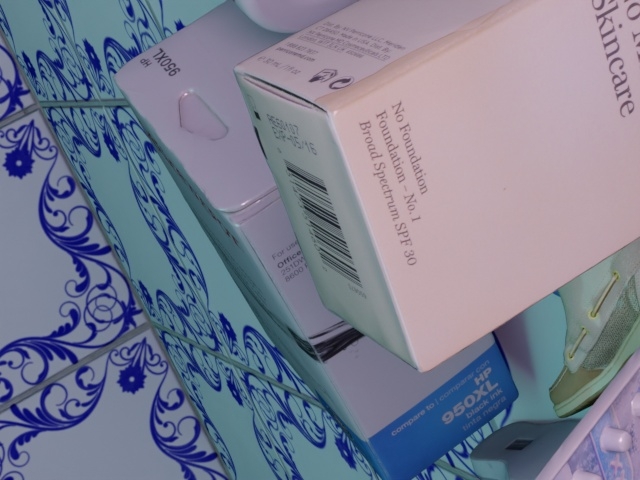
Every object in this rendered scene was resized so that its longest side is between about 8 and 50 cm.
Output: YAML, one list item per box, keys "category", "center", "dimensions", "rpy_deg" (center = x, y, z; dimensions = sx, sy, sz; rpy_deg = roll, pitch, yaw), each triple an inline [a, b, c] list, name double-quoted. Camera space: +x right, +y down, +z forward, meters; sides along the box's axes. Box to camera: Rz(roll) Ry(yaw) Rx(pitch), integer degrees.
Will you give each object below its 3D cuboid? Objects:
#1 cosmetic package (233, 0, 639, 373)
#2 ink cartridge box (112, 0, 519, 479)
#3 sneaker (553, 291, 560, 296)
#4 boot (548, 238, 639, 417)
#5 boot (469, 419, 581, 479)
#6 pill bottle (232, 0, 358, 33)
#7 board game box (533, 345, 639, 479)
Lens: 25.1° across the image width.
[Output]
- category: "cosmetic package"
  center: [0.128, -0.083, 0.770]
  dimensions: [0.113, 0.309, 0.160]
  rpy_deg: [32, 148, 57]
- category: "ink cartridge box"
  center: [0.000, 0.000, 1.350]
  dimensions: [0.285, 0.166, 0.395]
  rpy_deg: [47, 170, 47]
- category: "sneaker"
  center: [0.140, -0.031, 1.194]
  dimensions: [0.209, 0.082, 0.069]
  rpy_deg: [57, 160, 5]
- category: "boot"
  center: [0.200, 0.033, 1.118]
  dimensions: [0.165, 0.077, 0.213]
  rpy_deg: [54, 150, 19]
- category: "boot"
  center: [0.233, 0.246, 1.383]
  dimensions: [0.123, 0.095, 0.258]
  rpy_deg: [55, 171, -3]
- category: "pill bottle"
  center: [-0.073, -0.315, 1.193]
  dimensions: [0.283, 0.160, 0.160]
  rpy_deg: [49, 159, 30]
- category: "board game box"
  center: [0.242, 0.266, 0.919]
  dimensions: [0.050, 0.390, 0.390]
  rpy_deg: [2, 123, 43]
